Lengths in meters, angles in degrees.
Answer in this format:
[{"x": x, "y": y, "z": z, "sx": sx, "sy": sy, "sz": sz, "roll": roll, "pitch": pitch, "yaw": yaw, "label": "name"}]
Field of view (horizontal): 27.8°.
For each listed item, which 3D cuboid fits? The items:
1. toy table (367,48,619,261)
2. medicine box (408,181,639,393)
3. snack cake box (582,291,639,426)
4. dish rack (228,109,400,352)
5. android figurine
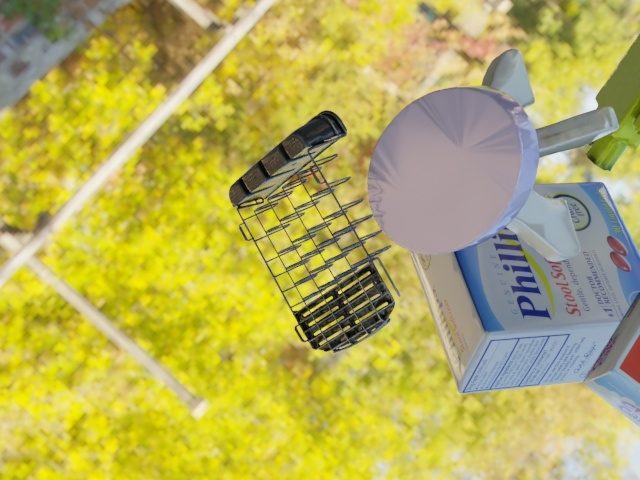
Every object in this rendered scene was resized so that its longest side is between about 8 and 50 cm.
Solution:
[{"x": 0.193, "y": -0.089, "z": 1.461, "sx": 0.161, "sy": 0.252, "sz": 0.274, "roll": -11, "pitch": -177, "yaw": -33, "label": "toy table"}, {"x": 0.306, "y": 0.062, "z": 1.859, "sx": 0.289, "sy": 0.263, "sz": 0.149, "roll": -3, "pitch": 142, "yaw": -19, "label": "medicine box"}, {"x": 0.469, "y": 0.186, "z": 1.552, "sx": 0.152, "sy": 0.264, "sz": 0.089, "roll": -52, "pitch": 180, "yaw": -21, "label": "snack cake box"}, {"x": 0.000, "y": 0.000, "z": 1.617, "sx": 0.074, "sy": 0.271, "sz": 0.208, "roll": -24, "pitch": 172, "yaw": -39, "label": "dish rack"}, {"x": 0.452, "y": -0.227, "z": 1.756, "sx": 0.273, "sy": 0.056, "sz": 0.248, "roll": -57, "pitch": -170, "yaw": 21, "label": "android figurine"}]
